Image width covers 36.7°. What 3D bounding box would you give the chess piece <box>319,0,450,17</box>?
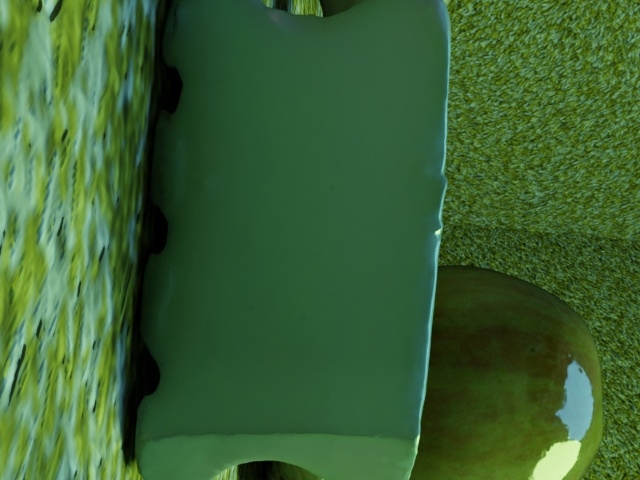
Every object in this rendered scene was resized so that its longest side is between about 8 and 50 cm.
[{"bbox_3d":[0.041,-0.149,0.711,0.167,0.166,0.300,-70,169,-74],"label":"chess piece"}]

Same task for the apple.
[{"bbox_3d":[0.139,0.151,0.921,0.257,0.233,0.257,-177,-90,-82],"label":"apple"}]

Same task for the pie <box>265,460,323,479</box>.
[{"bbox_3d":[-0.010,0.123,0.841,0.339,0.077,0.339,180,-90,-89],"label":"pie"}]

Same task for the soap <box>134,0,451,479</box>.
[{"bbox_3d":[0.000,0.000,0.526,0.347,0.114,0.208,-10,106,-86],"label":"soap"}]
